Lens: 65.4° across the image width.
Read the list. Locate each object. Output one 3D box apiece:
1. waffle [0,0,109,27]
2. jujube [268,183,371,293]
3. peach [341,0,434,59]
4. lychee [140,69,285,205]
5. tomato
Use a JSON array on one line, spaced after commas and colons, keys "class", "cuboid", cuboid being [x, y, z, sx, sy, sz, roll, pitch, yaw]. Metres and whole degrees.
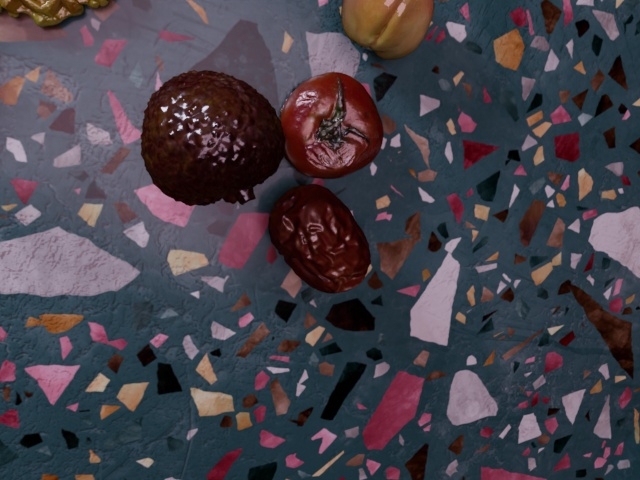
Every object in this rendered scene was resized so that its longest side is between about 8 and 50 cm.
[{"class": "waffle", "cuboid": [-0.472, -0.514, 0.821, 0.301, 0.058, 0.281, -26, 113, -6]}, {"class": "jujube", "cuboid": [0.000, 0.000, 1.039, 0.174, 0.174, 0.250, -43, 122, -3]}, {"class": "peach", "cuboid": [0.132, -0.450, 0.962, 0.184, 0.184, 0.184, -4, 104, -16]}, {"class": "lychee", "cuboid": [-0.193, -0.181, 0.891, 0.261, 0.260, 0.260, -4, 104, -16]}, {"class": "tomato", "cuboid": [0.030, -0.227, 1.024, 0.228, 0.101, 0.227, -3, 105, -12]}]
